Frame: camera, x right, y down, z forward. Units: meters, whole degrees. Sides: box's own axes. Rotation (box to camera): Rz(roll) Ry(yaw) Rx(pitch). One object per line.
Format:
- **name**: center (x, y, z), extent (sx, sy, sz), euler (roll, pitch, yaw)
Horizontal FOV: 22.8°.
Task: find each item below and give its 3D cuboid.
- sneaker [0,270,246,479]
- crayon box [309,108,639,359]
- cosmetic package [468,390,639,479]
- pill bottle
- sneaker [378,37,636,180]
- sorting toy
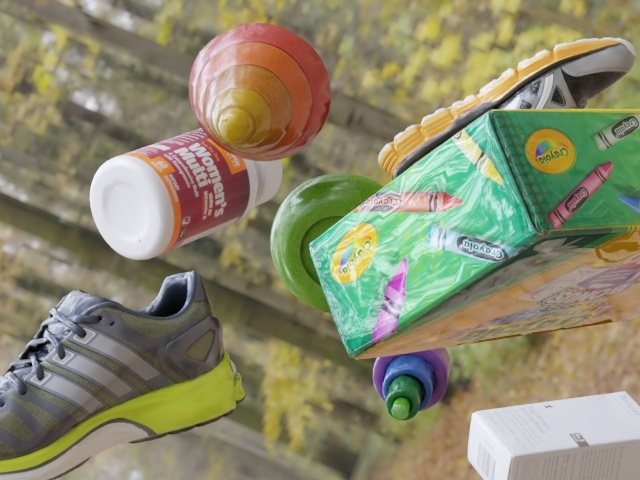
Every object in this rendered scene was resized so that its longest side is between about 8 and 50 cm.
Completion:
- **sneaker**: center (-0.198, 0.104, 1.205), extent (0.300, 0.111, 0.121), euler (-17, -77, -38)
- **crayon box**: center (0.152, -0.007, 0.970), extent (0.278, 0.081, 0.165), euler (-5, -23, -43)
- **cosmetic package**: center (0.321, 0.269, 2.064), extent (0.117, 0.231, 0.085), euler (-130, 38, -56)
- **pill bottle**: center (-0.150, -0.063, 1.838), extent (0.221, 0.121, 0.121), euler (-25, -36, -48)
- **sneaker**: center (0.153, -0.086, 1.231), extent (0.215, 0.083, 0.084), euler (-31, -9, 14)
- **sorting toy**: center (0.000, 0.000, 1.305), extent (0.127, 0.365, 0.126), euler (-26, 13, 16)
